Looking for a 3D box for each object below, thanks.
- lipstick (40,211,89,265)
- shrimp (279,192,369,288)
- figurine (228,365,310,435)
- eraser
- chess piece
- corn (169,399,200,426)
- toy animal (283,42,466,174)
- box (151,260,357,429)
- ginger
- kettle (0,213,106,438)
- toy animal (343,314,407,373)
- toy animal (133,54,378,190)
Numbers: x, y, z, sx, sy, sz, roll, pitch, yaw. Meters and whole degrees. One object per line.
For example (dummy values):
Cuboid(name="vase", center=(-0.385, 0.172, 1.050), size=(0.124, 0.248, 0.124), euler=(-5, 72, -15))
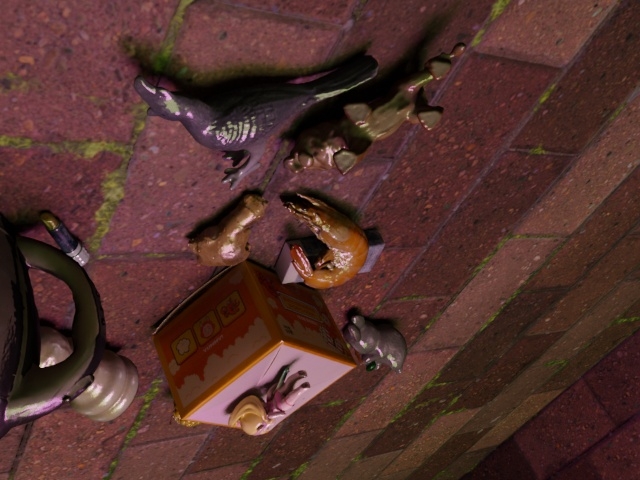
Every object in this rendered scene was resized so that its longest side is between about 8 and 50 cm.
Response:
Cuboid(name="lipstick", center=(-0.392, -0.004, 1.127), size=(0.037, 0.037, 0.116), euler=(-24, 144, -6))
Cuboid(name="shrimp", center=(0.000, 0.000, 1.360), size=(0.150, 0.068, 0.249), euler=(-46, 129, -7))
Cuboid(name="figurine", center=(-0.093, 0.297, 1.351), size=(0.083, 0.083, 0.187), euler=(13, 135, -46))
Cuboid(name="eraser", center=(0.020, 0.033, 1.471), size=(0.212, 0.046, 0.092), euler=(-8, 142, -29))
Cuboid(name="chess piece", center=(-0.453, 0.235, 1.343), size=(0.133, 0.133, 0.243), euler=(-32, 144, 7))
Cuboid(name="corn", center=(-0.207, 0.328, 1.680), size=(0.310, 0.101, 0.101), euler=(-29, 148, -7))
Cuboid(name="toy animal", center=(0.082, -0.190, 1.148), size=(0.312, 0.157, 0.097), euler=(-31, 106, -6))
Cuboid(name="box", center=(-0.129, 0.216, 1.467), size=(0.259, 0.214, 0.283), euler=(-40, 147, 14))
Cuboid(name="ginger", center=(-0.146, -0.007, 1.271), size=(0.165, 0.067, 0.096), euler=(-37, 125, 15))
Cuboid(name="kettle", center=(-0.454, 0.123, 0.986), size=(0.320, 0.324, 0.228), euler=(-11, 144, -24))
Cuboid(name="toy animal", center=(0.118, 0.239, 1.812), size=(0.108, 0.138, 0.236), euler=(-5, 142, 45))
Cuboid(name="toy animal", center=(-0.098, -0.168, 1.067), size=(0.367, 0.081, 0.206), euler=(-13, 147, -29))
